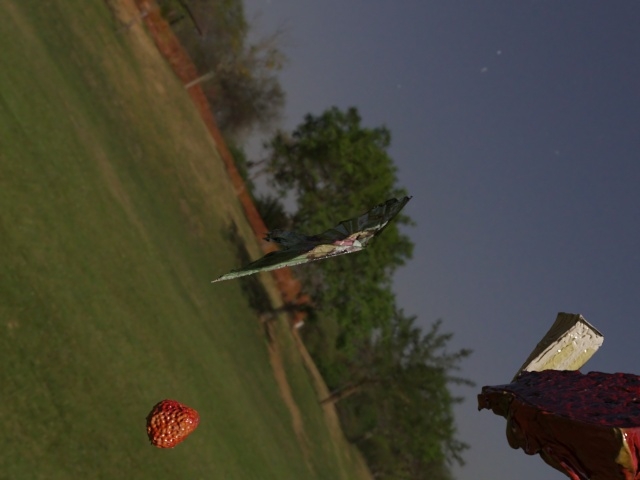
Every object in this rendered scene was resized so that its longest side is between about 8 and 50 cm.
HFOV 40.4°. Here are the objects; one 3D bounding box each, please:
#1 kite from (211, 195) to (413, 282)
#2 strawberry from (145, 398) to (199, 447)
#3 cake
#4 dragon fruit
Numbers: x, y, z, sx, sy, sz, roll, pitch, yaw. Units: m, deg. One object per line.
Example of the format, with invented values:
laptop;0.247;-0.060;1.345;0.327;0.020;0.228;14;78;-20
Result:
kite;0.000;0.000;1.185;0.268;0.323;0.013;6;64;-59
strawberry;-0.212;0.267;1.265;0.073;0.083;0.073;9;80;-59
cake;0.275;0.142;1.032;0.052;0.121;0.065;43;2;-10
dragon fruit;0.180;0.144;0.651;0.097;0.131;0.063;-36;121;-60
